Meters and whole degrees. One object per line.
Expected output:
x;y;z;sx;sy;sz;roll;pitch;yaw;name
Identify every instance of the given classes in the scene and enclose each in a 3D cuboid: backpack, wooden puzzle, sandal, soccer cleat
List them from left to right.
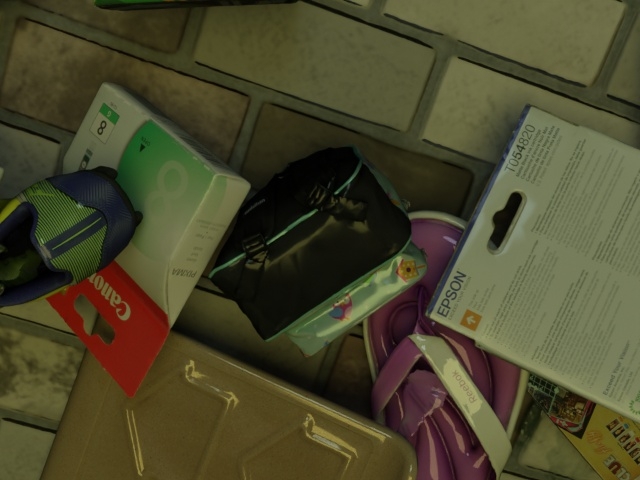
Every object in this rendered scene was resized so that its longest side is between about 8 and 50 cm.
-0.272;0.015;0.659;0.289;0.121;0.093;-19;108;39;soccer cleat
-0.113;0.265;0.784;0.348;0.080;0.322;24;101;10;wooden puzzle
0.000;0.000;0.692;0.166;0.188;0.144;-38;110;9;backpack
0.115;0.179;0.766;0.169;0.102;0.416;4;107;18;sandal

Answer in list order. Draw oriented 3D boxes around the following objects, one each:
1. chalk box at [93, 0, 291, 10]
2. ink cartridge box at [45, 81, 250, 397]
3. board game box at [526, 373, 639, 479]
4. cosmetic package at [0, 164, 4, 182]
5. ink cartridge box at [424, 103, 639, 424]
-0.077;-0.263;0.643;0.213;0.132;0.132;-4;105;-4;chalk box
-0.180;-0.003;0.692;0.181;0.056;0.225;38;102;33;ink cartridge box
0.299;0.130;0.820;0.165;0.042;0.243;-39;104;7;board game box
-0.401;-0.063;0.583;0.224;0.224;0.138;14;109;-46;cosmetic package
0.239;0.021;0.696;0.224;0.045;0.223;27;86;9;ink cartridge box
